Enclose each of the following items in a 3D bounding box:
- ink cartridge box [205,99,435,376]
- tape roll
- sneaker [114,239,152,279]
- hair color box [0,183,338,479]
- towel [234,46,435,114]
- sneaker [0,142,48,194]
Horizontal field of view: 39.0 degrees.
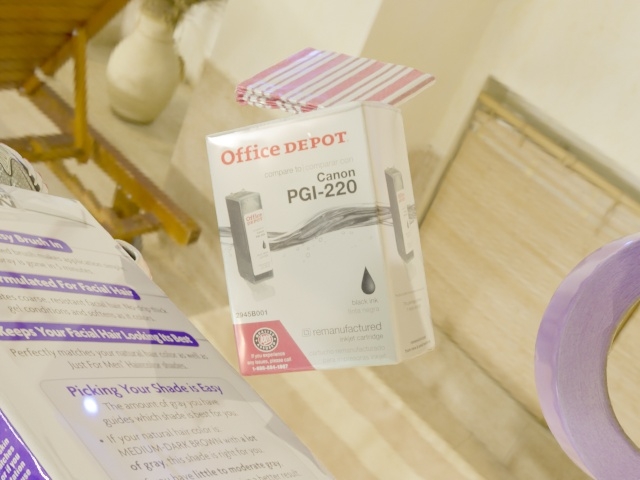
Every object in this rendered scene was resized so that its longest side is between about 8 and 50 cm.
[{"bbox_3d":[0.000,0.000,0.784,0.159,0.218,0.092,-9,-2,26],"label":"ink cartridge box"},{"bbox_3d":[0.349,0.123,0.856,0.275,0.275,0.090,24,-2,0],"label":"tape roll"},{"bbox_3d":[-0.276,0.022,1.113,0.134,0.070,0.051,12,58,7],"label":"sneaker"},{"bbox_3d":[-0.128,0.099,0.466,0.339,0.110,0.185,44,16,28],"label":"hair color box"},{"bbox_3d":[0.016,-0.175,1.040,0.197,0.029,0.144,20,41,34],"label":"towel"},{"bbox_3d":[-0.313,0.009,0.889,0.088,0.225,0.093,-14,-2,10],"label":"sneaker"}]
